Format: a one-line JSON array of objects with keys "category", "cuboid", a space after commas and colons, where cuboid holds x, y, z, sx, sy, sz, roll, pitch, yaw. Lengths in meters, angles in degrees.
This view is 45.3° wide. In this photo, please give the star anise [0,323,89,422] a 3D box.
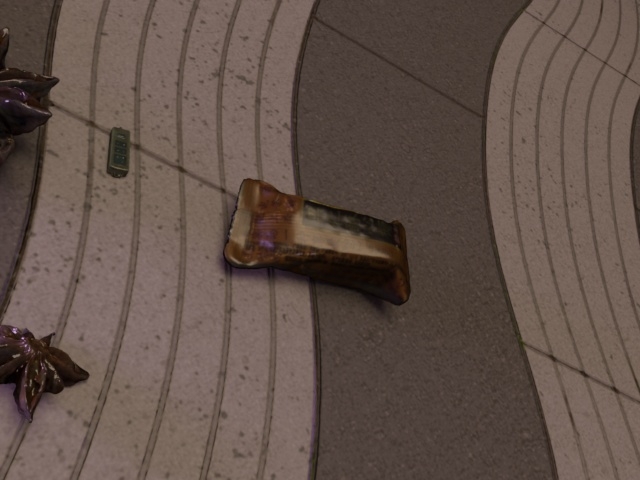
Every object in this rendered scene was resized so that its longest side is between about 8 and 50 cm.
[{"category": "star anise", "cuboid": [-0.316, 0.121, 0.799, 0.129, 0.056, 0.124, 39, 20, 2]}]

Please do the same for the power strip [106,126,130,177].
[{"category": "power strip", "cuboid": [-0.271, -0.121, 1.031, 0.027, 0.017, 0.083, 13, 54, -28]}]

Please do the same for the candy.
[{"category": "candy", "cuboid": [0.000, 0.000, 1.072, 0.271, 0.101, 0.143, 13, 57, -18]}]

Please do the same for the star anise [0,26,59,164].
[{"category": "star anise", "cuboid": [-0.420, -0.164, 0.916, 0.230, 0.081, 0.262, -14, 56, -40]}]
